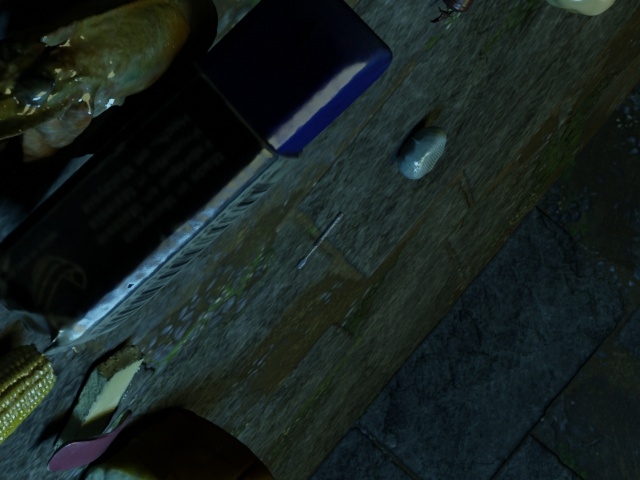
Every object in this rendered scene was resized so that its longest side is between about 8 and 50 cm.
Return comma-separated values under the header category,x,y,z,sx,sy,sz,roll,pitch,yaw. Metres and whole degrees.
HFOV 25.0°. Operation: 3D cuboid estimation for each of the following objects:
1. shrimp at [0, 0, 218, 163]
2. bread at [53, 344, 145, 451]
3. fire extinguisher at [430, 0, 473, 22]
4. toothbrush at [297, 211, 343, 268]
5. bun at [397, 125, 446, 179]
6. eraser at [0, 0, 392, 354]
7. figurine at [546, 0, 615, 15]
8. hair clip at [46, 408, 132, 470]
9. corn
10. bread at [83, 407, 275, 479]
category,x,y,z,sx,sy,sz,roll,pitch,yaw
shrimp,-0.166,-0.103,1.000,0.168,0.077,0.317,-54,169,26
bread,-0.247,0.180,1.598,0.068,0.028,0.154,-34,160,-50
fire extinguisher,0.172,-0.303,1.636,0.056,0.039,0.132,-13,142,-54
toothbrush,0.000,0.000,1.957,0.097,0.006,0.008,-51,168,6
bun,0.139,-0.123,1.993,0.083,0.045,0.083,-49,166,-17
eraser,-0.096,-0.057,1.070,0.332,0.101,0.155,-43,178,8
figurine,0.359,-0.392,1.886,0.108,0.114,0.196,1,120,-43
hair clip,-0.252,0.225,1.604,0.054,0.022,0.137,-49,167,24
corn,-0.306,0.163,1.279,0.165,0.063,0.085,-46,157,-25
bread,-0.182,0.366,1.878,0.225,0.250,0.279,-48,174,22
